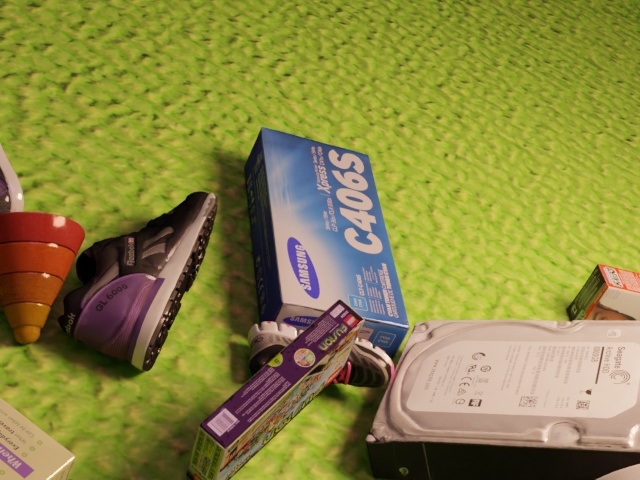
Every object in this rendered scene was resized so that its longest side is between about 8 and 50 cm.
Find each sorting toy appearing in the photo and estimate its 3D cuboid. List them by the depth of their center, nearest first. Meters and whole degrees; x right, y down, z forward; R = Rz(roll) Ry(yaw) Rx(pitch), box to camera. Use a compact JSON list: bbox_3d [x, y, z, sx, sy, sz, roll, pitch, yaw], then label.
[{"bbox_3d":[-0.418,0.039,1.138,0.365,0.127,0.126,4,70,-25],"label":"sorting toy"}]

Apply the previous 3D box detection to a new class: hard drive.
[{"bbox_3d":[0.241,0.171,1.244,0.338,0.064,0.237,0,30,22],"label":"hard drive"}]

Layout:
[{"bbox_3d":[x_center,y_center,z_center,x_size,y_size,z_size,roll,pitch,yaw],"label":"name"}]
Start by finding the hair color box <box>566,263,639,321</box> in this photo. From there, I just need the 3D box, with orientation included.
[{"bbox_3d":[0.444,0.097,1.598,0.167,0.093,0.053,13,37,-18],"label":"hair color box"}]

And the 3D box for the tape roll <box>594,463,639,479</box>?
[{"bbox_3d":[0.339,0.348,1.077,0.246,0.246,0.169,16,37,-15],"label":"tape roll"}]

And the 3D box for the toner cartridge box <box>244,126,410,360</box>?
[{"bbox_3d":[0.000,0.000,1.450,0.165,0.075,0.348,12,38,-18],"label":"toner cartridge box"}]

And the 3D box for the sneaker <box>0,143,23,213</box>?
[{"bbox_3d":[-0.431,-0.102,1.296,0.121,0.079,0.217,-7,48,-40],"label":"sneaker"}]

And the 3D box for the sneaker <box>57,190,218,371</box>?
[{"bbox_3d":[-0.202,0.016,1.279,0.124,0.107,0.283,20,35,0],"label":"sneaker"}]

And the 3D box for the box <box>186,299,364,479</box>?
[{"bbox_3d":[-0.044,0.156,1.137,0.036,0.114,0.207,40,56,15],"label":"box"}]

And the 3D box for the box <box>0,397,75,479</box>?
[{"bbox_3d":[-0.364,0.209,0.912,0.213,0.117,0.243,35,35,11],"label":"box"}]

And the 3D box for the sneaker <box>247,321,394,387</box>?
[{"bbox_3d":[-0.004,0.144,1.269,0.170,0.063,0.075,13,41,1],"label":"sneaker"}]
